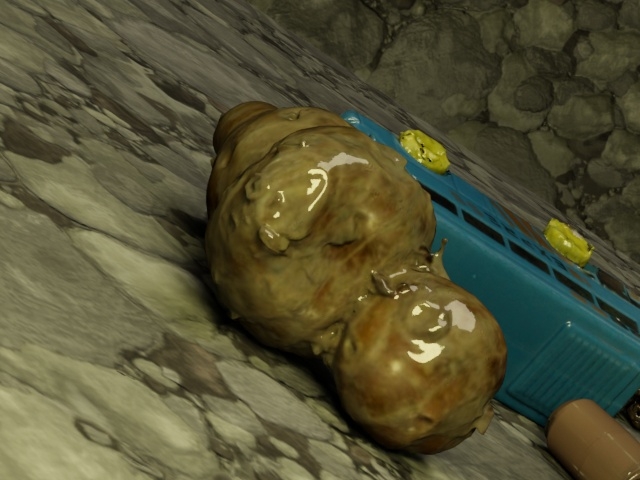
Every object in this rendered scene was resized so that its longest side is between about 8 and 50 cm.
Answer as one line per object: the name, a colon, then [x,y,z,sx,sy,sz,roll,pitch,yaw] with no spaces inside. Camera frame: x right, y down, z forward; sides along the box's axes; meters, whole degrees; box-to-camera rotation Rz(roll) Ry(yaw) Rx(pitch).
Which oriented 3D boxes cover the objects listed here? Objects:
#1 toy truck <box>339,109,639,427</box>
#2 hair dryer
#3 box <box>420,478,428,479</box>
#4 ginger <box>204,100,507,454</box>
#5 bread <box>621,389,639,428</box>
toy truck: [0.140,0.034,1.480,0.385,0.161,0.162,32,21,-20]
hair dryer: [0.287,0.218,1.427,0.182,0.064,0.117,35,7,-42]
box: [0.109,0.200,1.057,0.115,0.025,0.048,29,19,-29]
ginger: [0.000,0.000,1.220,0.256,0.176,0.375,49,2,-30]
bread: [0.362,0.178,1.766,0.113,0.060,0.082,33,12,-19]
